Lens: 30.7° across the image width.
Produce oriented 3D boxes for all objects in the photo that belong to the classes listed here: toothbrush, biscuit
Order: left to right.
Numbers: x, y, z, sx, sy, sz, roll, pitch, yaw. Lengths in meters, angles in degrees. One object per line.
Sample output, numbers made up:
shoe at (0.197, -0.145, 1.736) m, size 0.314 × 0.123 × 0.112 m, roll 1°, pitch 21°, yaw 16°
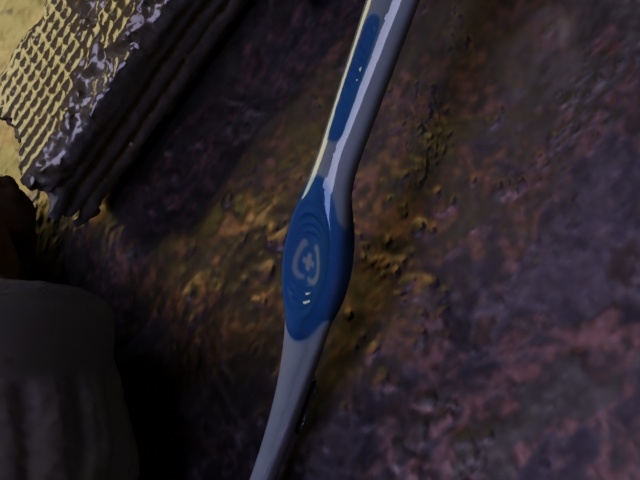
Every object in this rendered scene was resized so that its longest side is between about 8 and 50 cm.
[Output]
biscuit at (-0.111, -0.131, 0.688) m, size 0.239 × 0.062 × 0.108 m, roll -52°, pitch 48°, yaw 18°
toothbrush at (0.003, 0.001, 0.531) m, size 0.040 × 0.040 × 0.386 m, roll 27°, pitch 101°, yaw 45°

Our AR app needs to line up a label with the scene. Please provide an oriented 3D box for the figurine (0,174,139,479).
figurine at (-0.214, 0.077, 0.661) m, size 0.332 × 0.185 × 0.204 m, roll -145°, pitch 38°, yaw -64°
